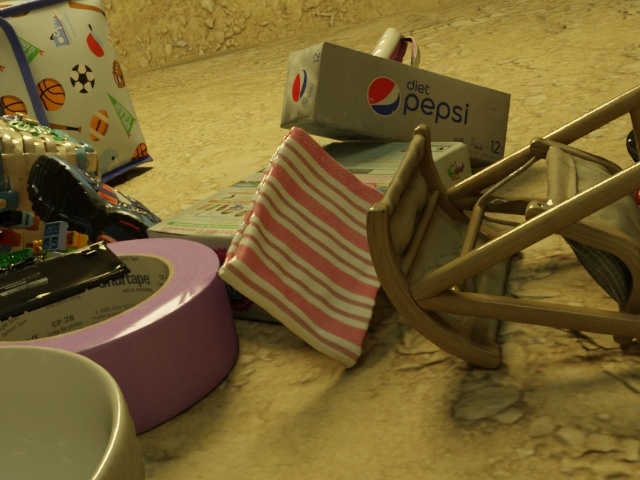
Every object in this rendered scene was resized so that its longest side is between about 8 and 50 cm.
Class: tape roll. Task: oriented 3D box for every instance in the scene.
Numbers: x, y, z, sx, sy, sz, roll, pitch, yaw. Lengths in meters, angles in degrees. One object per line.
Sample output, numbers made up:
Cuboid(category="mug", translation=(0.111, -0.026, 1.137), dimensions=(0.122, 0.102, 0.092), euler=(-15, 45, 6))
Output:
Cuboid(category="tape roll", translation=(-0.217, 0.089, 0.890), dimensions=(0.274, 0.090, 0.275), euler=(-12, 19, 4))

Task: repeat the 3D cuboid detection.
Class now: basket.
Cuboid(category="basket", translation=(-0.460, -0.070, 1.309), dimensions=(0.288, 0.201, 0.254), euler=(-12, 17, -26))

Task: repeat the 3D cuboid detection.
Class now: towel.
Cuboid(category="towel", translation=(0.000, 0.000, 0.859), dimensions=(0.029, 0.144, 0.197), euler=(-40, 21, 45))

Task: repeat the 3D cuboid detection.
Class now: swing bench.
Cuboid(category="swing bench", translation=(0.194, -0.017, 0.842), dimensions=(0.254, 0.165, 0.253), euler=(-11, 19, 20))

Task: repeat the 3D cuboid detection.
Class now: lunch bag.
Cuboid(category="lunch bag", translation=(-0.492, -0.208, 1.534), dimensions=(0.238, 0.328, 0.385), euler=(-1, 20, 39))

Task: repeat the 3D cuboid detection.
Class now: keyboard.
Cuboid(category="keyboard", translation=(-0.273, 0.045, 0.882), dimensions=(0.180, 0.023, 0.108), euler=(-20, 27, -24))

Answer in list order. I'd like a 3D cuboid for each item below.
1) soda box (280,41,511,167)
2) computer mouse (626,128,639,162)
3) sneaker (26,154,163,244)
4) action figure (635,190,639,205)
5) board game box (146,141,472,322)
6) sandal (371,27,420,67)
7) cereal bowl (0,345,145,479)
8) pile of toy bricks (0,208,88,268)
Cuboid(category="soda box", translation=(0.098, -0.162, 1.198), dimensions=(0.286, 0.098, 0.091), euler=(9, -4, -29))
Cuboid(category="computer mouse", translation=(0.417, -0.080, 1.066), dimensions=(0.071, 0.041, 0.242), euler=(-36, 27, 4))
Cuboid(category="sneaker", translation=(-0.273, -0.033, 1.199), dimensions=(0.221, 0.083, 0.087), euler=(36, 16, 12))
Cuboid(category="action figure", translation=(0.366, -0.085, 1.064), dimensions=(0.038, 0.030, 0.115), euler=(8, 56, 53))
Cuboid(category="board game box", translation=(-0.001, -0.021, 1.058), dimensions=(0.224, 0.098, 0.303), euler=(4, 24, 39))
Cuboid(category="sandal", translation=(0.128, -0.296, 1.728), dimensions=(0.102, 0.169, 0.416), euler=(31, 25, -1))
Cuboid(category="cereal bowl", translation=(-0.252, 0.196, 0.530), dimensions=(0.338, 0.141, 0.339), euler=(-11, 19, 4))
Cuboid(category="pile of toy bricks", translation=(-0.313, 0.028, 1.125), dimensions=(0.212, 0.118, 0.105), euler=(-7, -14, 41))
